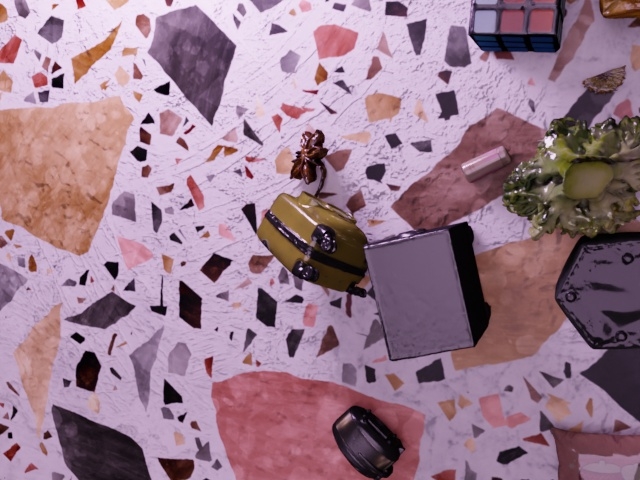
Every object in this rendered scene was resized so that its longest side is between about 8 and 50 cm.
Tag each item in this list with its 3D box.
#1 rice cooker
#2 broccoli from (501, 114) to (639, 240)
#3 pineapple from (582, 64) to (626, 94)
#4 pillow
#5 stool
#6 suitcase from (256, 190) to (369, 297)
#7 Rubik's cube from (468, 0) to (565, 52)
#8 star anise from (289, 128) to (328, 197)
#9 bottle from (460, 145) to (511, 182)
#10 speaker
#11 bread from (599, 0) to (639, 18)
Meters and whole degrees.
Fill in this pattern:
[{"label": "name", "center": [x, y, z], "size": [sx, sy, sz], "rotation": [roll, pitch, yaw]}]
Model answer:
[{"label": "rice cooker", "center": [0.103, 0.442, 1.578], "size": [0.165, 0.112, 0.106], "rotation": [39, 101, 12]}, {"label": "broccoli", "center": [0.489, -0.107, 1.309], "size": [0.248, 0.245, 0.288], "rotation": [37, 112, 4]}, {"label": "pineapple", "center": [0.550, -0.304, 1.386], "size": [0.083, 0.019, 0.045], "rotation": [-15, 87, 18]}, {"label": "pillow", "center": [0.579, 0.478, 1.416], "size": [0.236, 0.084, 0.223], "rotation": [-3, 93, 17]}, {"label": "stool", "center": [0.560, 0.092, 1.355], "size": [0.232, 0.141, 0.232], "rotation": [2, 96, 21]}, {"label": "suitcase", "center": [0.000, 0.000, 1.501], "size": [0.235, 0.194, 0.143], "rotation": [42, 106, 45]}, {"label": "Rubik's cube", "center": [0.376, -0.448, 1.361], "size": [0.161, 0.162, 0.163], "rotation": [6, 99, 19]}, {"label": "star anise", "center": [-0.023, -0.153, 1.595], "size": [0.097, 0.070, 0.190], "rotation": [28, 108, 44]}, {"label": "bottle", "center": [0.337, -0.156, 1.466], "size": [0.097, 0.045, 0.045], "rotation": [-26, 86, 20]}, {"label": "speaker", "center": [0.215, 0.089, 1.425], "size": [0.184, 0.254, 0.232], "rotation": [-12, 91, 21]}, {"label": "bread", "center": [0.639, -0.456, 1.257], "size": [0.295, 0.167, 0.132], "rotation": [1, 95, 21]}]
